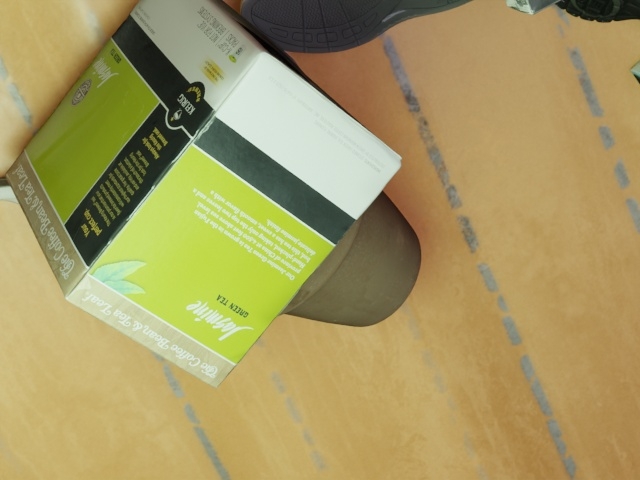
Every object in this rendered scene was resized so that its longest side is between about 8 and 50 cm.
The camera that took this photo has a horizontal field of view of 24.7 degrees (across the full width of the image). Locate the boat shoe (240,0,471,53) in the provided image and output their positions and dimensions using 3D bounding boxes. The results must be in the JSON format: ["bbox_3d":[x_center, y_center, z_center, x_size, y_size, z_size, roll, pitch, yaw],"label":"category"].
[{"bbox_3d":[0.054,-0.317,1.778,0.320,0.103,0.118,-19,129,-5],"label":"boat shoe"}]

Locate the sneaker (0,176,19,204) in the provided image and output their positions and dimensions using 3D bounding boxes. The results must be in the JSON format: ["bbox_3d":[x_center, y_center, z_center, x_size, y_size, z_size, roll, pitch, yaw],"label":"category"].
[{"bbox_3d":[-0.327,-0.046,1.759,0.152,0.053,0.061,3,108,-18],"label":"sneaker"}]

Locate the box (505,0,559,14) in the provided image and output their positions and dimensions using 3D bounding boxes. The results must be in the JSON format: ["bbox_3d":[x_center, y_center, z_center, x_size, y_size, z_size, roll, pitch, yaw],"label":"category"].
[{"bbox_3d":[0.270,-0.438,1.601,0.242,0.076,0.307,-29,114,-7],"label":"box"}]

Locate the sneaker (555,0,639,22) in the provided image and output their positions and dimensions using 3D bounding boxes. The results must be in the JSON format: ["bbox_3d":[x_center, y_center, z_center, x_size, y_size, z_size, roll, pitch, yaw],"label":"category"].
[{"bbox_3d":[0.405,-0.344,1.871,0.286,0.109,0.130,15,72,-10],"label":"sneaker"}]

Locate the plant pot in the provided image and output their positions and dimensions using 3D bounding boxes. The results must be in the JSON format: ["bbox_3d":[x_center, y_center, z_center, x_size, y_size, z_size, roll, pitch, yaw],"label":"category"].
[{"bbox_3d":[0.000,0.000,1.782,0.229,0.263,0.263,31,95,-39],"label":"plant pot"}]

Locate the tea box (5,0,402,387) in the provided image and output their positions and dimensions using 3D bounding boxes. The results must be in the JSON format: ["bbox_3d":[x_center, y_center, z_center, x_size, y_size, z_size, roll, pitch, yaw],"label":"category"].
[{"bbox_3d":[-0.142,-0.079,1.603,0.220,0.329,0.323,36,98,-33],"label":"tea box"}]

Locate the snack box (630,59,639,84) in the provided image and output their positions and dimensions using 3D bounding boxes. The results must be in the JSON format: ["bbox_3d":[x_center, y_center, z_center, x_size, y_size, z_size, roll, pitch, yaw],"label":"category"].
[{"bbox_3d":[0.585,-0.171,1.988,0.187,0.060,0.322,-41,113,-1],"label":"snack box"}]
